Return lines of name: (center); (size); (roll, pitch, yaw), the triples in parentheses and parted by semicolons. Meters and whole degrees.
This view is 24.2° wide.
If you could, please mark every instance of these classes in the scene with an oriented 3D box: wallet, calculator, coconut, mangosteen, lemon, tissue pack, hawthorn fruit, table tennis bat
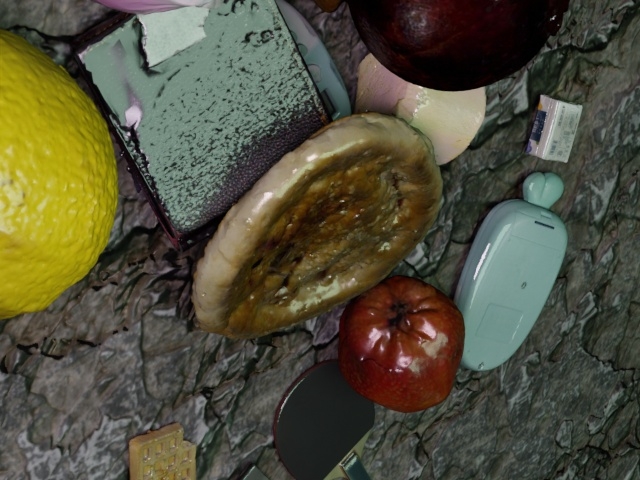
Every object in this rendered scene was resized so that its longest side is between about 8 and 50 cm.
wallet: (-0.112, -0.144, 1.558); (0.221, 0.071, 0.262); (-31, 118, -11)
calculator: (-0.053, -0.145, 1.674); (0.185, 0.041, 0.299); (-46, 132, -18)
calculator: (0.265, 0.044, 2.062); (0.184, 0.042, 0.295); (15, 98, -46)
coconut: (0.125, -0.162, 1.763); (0.152, 0.147, 0.147); (10, 101, -37)
mangosteen: (0.133, -0.309, 1.584); (0.297, 0.293, 0.297); (-36, 147, -29)
lemon: (-0.321, -0.063, 1.294); (0.322, 0.268, 0.268); (26, 89, -51)
tissue pack: (0.317, -0.151, 2.024); (0.062, 0.042, 0.083); (4, 105, -43)
hawthorn fruit: (0.102, 0.130, 1.877); (0.173, 0.173, 0.179); (-68, 163, 4)
table tennis bat: (0.023, 0.268, 1.951); (0.154, 0.021, 0.274); (-45, 131, -20)

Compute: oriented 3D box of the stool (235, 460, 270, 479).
stool: (-0.001, 0.448, 1.845); (0.170, 0.243, 0.270); (-51, 135, -15)

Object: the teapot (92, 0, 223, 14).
teapot: (-0.152, -0.319, 1.399); (0.163, 0.178, 0.221); (-12, 115, -41)

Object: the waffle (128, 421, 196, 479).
waffle: (-0.184, 0.279, 1.757); (0.092, 0.021, 0.135); (-16, 120, -37)

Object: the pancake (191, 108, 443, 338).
pancake: (-0.001, -0.002, 1.678); (0.356, 0.065, 0.356); (-28, 155, -14)
